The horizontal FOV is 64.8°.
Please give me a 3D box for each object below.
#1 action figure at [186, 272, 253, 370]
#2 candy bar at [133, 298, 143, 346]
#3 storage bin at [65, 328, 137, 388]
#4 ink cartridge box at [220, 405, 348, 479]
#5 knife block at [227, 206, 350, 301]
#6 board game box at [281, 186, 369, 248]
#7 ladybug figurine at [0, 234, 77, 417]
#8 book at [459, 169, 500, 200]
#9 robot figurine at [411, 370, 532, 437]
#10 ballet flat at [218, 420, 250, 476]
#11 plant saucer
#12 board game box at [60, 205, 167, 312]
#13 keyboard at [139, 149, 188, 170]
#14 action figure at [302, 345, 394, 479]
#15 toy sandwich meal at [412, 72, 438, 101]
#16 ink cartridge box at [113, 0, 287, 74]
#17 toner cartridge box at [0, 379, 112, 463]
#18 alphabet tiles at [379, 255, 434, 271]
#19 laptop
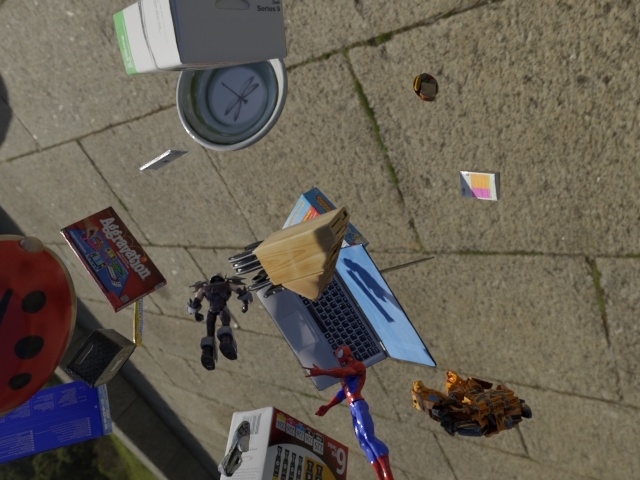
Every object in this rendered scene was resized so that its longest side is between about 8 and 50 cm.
[{"bbox_3d":[-0.282,0.200,1.386,0.185,0.285,0.099,-16,138,9],"label":"action figure"},{"bbox_3d":[-0.547,0.239,1.517,0.018,0.161,0.040,-3,170,10],"label":"candy bar"},{"bbox_3d":[-0.569,0.305,1.322,0.084,0.122,0.180,34,169,1],"label":"storage bin"},{"bbox_3d":[-0.077,0.567,1.145,0.130,0.272,0.309,-20,136,31],"label":"ink cartridge box"},{"bbox_3d":[-0.083,0.016,1.112,0.242,0.088,0.275,24,129,12],"label":"knife block"},{"bbox_3d":[0.000,0.000,1.983,0.302,0.086,0.308,48,140,10],"label":"board game box"},{"bbox_3d":[-0.682,0.198,1.032,0.305,0.449,0.162,21,-172,-25],"label":"ladybug figurine"},{"bbox_3d":[0.548,-0.191,1.741,0.144,0.035,0.096,15,121,50],"label":"book"},{"bbox_3d":[0.346,0.382,1.190,0.291,0.211,0.085,165,93,-70],"label":"robot figurine"},{"bbox_3d":[-0.161,0.415,0.995,0.041,0.114,0.041,26,180,0],"label":"ballet flat"},{"bbox_3d":[-0.282,-0.485,1.671,0.400,0.400,0.100,29,-174,16],"label":"plant saucer"},{"bbox_3d":[-0.539,0.042,1.313,0.281,0.145,0.027,47,149,19],"label":"board game box"},{"bbox_3d":[-0.585,-0.297,1.876,0.256,0.072,0.014,-13,89,45],"label":"keyboard"},{"bbox_3d":[0.041,0.329,0.939,0.139,0.280,0.091,-2,144,-14],"label":"action figure"},{"bbox_3d":[0.296,-0.429,1.405,0.085,0.085,0.029,43,168,-3],"label":"toy sandwich meal"},{"bbox_3d":[-0.227,-0.381,0.931,0.289,0.211,0.121,19,120,52],"label":"ink cartridge box"},{"bbox_3d":[-0.771,0.500,1.392,0.075,0.348,0.165,102,154,-74],"label":"toner cartridge box"},{"bbox_3d":[0.334,0.129,2.291,0.285,0.342,0.011,129,126,-78],"label":"alphabet tiles"},{"bbox_3d":[0.050,0.241,1.431,0.408,0.236,0.382,-30,96,14],"label":"laptop"}]
